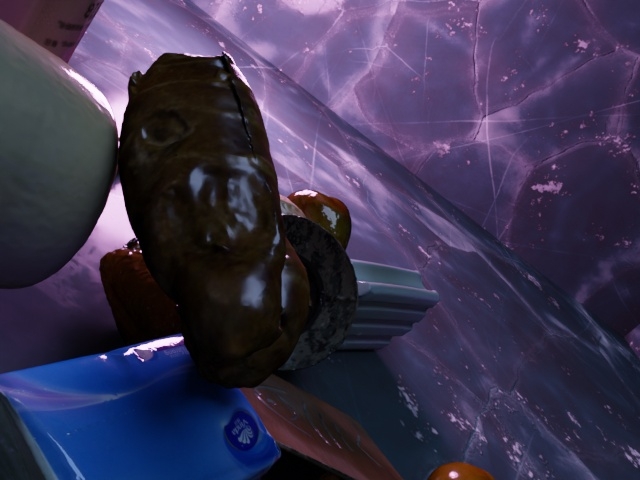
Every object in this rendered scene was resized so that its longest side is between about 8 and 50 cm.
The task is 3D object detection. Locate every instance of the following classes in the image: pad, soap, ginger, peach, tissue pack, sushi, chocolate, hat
[{"bbox_3d":[-0.012,0.259,0.898,0.284,0.018,0.286,33,-2,-20],"label":"pad"},{"bbox_3d":[0.092,0.130,1.266,0.289,0.173,0.095,11,35,-51],"label":"soap"},{"bbox_3d":[-0.120,-0.024,0.729,0.254,0.176,0.418,84,-13,-60],"label":"ginger"},{"bbox_3d":[0.223,0.414,0.997,0.138,0.138,0.138,34,22,-16],"label":"peach"},{"bbox_3d":[-0.198,0.214,0.645,0.198,0.146,0.263,49,22,20],"label":"tissue pack"},{"bbox_3d":[-0.210,0.092,0.888,0.140,0.149,0.287,-15,25,-34],"label":"sushi"},{"bbox_3d":[-0.395,-0.079,0.733,0.314,0.326,0.297,51,5,40],"label":"chocolate"},{"bbox_3d":[-0.069,0.095,1.109,0.265,0.265,0.128,40,-20,-1],"label":"hat"}]

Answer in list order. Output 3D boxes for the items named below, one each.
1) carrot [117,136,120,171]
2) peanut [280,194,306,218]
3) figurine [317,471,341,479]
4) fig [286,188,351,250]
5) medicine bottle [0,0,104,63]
[{"bbox_3d":[-0.395,-0.149,1.150,0.070,0.070,0.260,40,20,-2],"label":"carrot"},{"bbox_3d":[-0.141,-0.058,1.313,0.290,0.130,0.130,27,24,-30],"label":"peanut"},{"bbox_3d":[0.071,0.396,0.782,0.240,0.116,0.175,42,21,6],"label":"figurine"},{"bbox_3d":[0.001,-0.001,1.448,0.170,0.145,0.274,24,38,-36],"label":"fig"},{"bbox_3d":[-0.464,-0.320,0.924,0.219,0.388,0.219,34,21,-15],"label":"medicine bottle"}]
